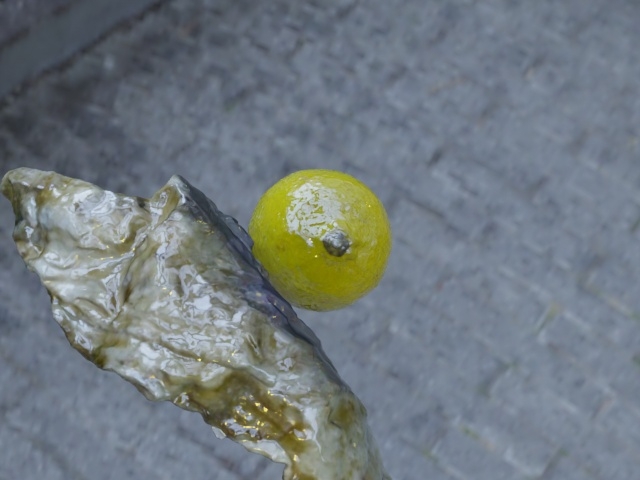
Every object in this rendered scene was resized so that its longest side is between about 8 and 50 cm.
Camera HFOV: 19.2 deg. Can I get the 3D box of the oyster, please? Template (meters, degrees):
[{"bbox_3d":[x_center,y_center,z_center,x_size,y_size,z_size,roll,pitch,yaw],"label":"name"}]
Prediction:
[{"bbox_3d":[-0.076,0.054,1.268,0.341,0.110,0.166,49,19,20],"label":"oyster"}]

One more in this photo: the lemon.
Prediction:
[{"bbox_3d":[0.000,0.000,1.414,0.109,0.133,0.109,0,89,-15],"label":"lemon"}]
